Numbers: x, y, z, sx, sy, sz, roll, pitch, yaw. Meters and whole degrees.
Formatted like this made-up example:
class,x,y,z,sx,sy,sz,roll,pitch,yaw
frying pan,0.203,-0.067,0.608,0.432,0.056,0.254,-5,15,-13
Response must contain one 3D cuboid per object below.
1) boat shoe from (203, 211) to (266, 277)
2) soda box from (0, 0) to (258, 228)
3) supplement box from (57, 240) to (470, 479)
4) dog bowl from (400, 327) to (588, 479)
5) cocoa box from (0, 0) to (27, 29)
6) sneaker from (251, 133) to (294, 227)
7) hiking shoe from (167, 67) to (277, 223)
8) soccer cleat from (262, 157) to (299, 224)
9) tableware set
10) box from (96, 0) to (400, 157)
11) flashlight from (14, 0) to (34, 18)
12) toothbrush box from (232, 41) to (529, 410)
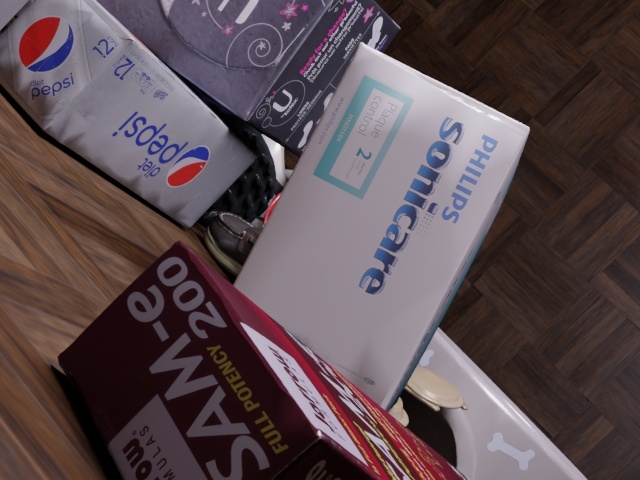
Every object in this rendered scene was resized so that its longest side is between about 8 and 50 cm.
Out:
class,x,y,z,sx,sy,sz,roll,pitch,yaw
boat shoe,-0.028,0.018,1.172,0.080,0.073,0.223,14,16,-38
soda box,-0.156,-0.105,1.076,0.091,0.098,0.286,45,2,22
supplement box,0.014,0.114,0.526,0.239,0.073,0.130,42,4,-41
dog bowl,0.161,0.203,1.323,0.349,0.102,0.349,46,1,-1
cocoa box,-0.175,-0.181,0.316,0.228,0.231,0.347,45,2,0
sneaker,0.000,0.000,1.553,0.330,0.146,0.122,46,0,-38
hiking shoe,-0.158,-0.131,1.331,0.304,0.113,0.132,44,3,-38
soccer cleat,-0.013,-0.039,1.386,0.095,0.083,0.248,59,35,-41
tableware set,0.044,0.115,1.135,0.141,0.020,0.169,38,21,30
box,-0.081,-0.218,1.205,0.247,0.163,0.142,38,5,24
flashlight,-0.339,-0.286,0.988,0.304,0.103,0.103,46,4,-11
toothbrush box,0.043,0.007,0.931,0.126,0.216,0.295,28,1,6
